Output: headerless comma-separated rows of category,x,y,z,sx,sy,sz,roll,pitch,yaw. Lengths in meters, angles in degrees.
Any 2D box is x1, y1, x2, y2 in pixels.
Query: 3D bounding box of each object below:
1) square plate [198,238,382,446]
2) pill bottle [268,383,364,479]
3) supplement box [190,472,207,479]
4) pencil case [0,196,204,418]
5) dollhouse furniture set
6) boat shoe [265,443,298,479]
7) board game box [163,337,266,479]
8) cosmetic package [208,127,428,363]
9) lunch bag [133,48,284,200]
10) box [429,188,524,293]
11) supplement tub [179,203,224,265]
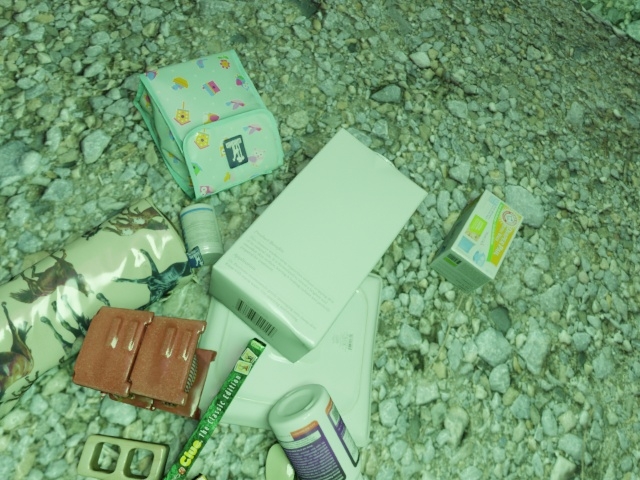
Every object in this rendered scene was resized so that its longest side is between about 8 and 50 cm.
square plate,-0.048,0.180,0.905,0.344,0.049,0.347,14,63,-10
pill bottle,0.002,0.346,0.785,0.108,0.108,0.193,-31,101,-27
supplement box,-0.188,0.397,0.738,0.043,0.083,0.055,-30,77,-26
pencil case,-0.394,0.106,0.767,0.410,0.160,0.183,-39,107,-28
dollhouse furniture set,-0.272,0.301,0.668,0.152,0.201,0.373,12,66,-2
boat shoe,-0.060,0.410,0.799,0.049,0.042,0.132,-17,70,-2
board game box,-0.164,0.269,0.736,0.030,0.136,0.259,31,78,3
cosmetic package,0.000,0.000,0.883,0.217,0.156,0.385,40,62,3
lunch bag,-0.222,-0.230,0.985,0.223,0.160,0.262,-28,88,-30
box,0.356,0.001,1.084,0.114,0.103,0.203,36,61,2
supplement tub,-0.230,-0.011,0.925,0.071,0.071,0.107,-8,68,-21
